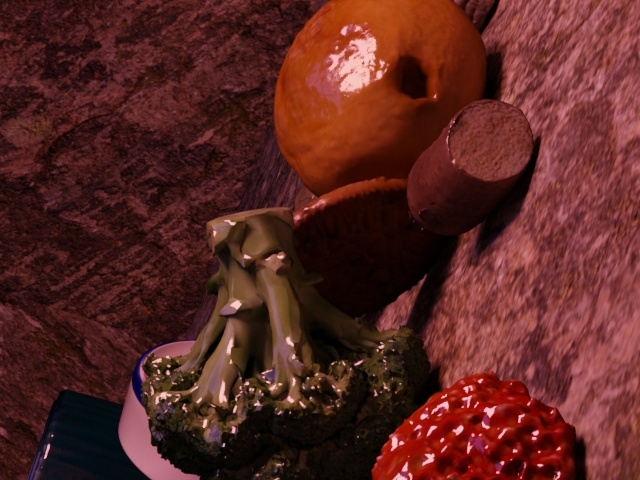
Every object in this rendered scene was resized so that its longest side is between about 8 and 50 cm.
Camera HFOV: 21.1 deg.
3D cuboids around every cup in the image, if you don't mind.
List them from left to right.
[{"bbox_3d":[-0.213,0.309,2.111,0.308,0.292,0.242,-81,12,-47],"label":"cup"}]

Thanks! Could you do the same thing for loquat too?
[{"bbox_3d":[0.055,-0.138,1.629,0.238,0.193,0.238,-169,90,-83],"label":"loquat"}]

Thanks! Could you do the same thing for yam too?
[{"bbox_3d":[0.120,-0.058,1.400,0.127,0.084,0.084,119,168,-69],"label":"yam"}]

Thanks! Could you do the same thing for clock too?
[{"bbox_3d":[-0.077,0.183,1.656,0.230,0.230,0.083,-93,19,-71],"label":"clock"}]

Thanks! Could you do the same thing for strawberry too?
[{"bbox_3d":[0.078,0.169,1.019,0.236,0.107,0.175,-109,38,-77],"label":"strawberry"}]

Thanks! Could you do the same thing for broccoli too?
[{"bbox_3d":[-0.041,0.106,1.435,0.270,0.270,0.270,-122,20,-81],"label":"broccoli"}]

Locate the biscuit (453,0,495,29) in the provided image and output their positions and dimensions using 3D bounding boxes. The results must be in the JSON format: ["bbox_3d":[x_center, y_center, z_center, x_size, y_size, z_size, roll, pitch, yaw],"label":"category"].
[{"bbox_3d":[0.133,-0.237,1.826,0.239,0.062,0.108,123,166,-59],"label":"biscuit"}]

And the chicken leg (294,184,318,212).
[{"bbox_3d":[0.000,0.000,2.224,0.093,0.070,0.178,129,152,-54],"label":"chicken leg"}]

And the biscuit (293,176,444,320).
[{"bbox_3d":[0.028,0.015,1.549,0.027,0.188,0.188,64,144,36],"label":"biscuit"}]
